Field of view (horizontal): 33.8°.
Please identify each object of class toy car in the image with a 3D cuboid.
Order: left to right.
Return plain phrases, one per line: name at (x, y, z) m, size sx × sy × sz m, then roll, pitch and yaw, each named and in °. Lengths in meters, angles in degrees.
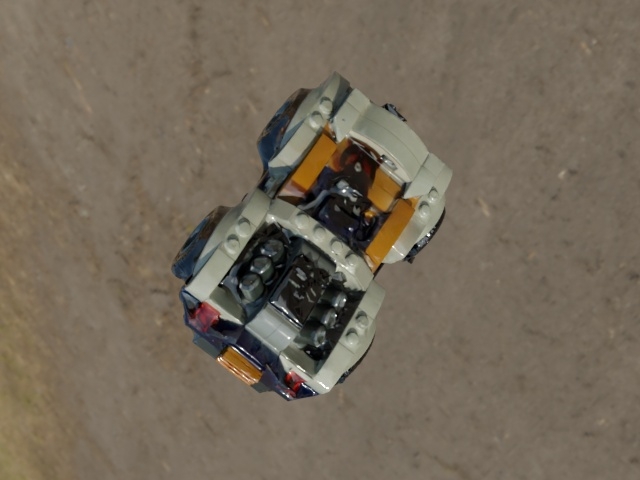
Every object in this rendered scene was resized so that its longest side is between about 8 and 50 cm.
toy car at (0.000, 0.000, 0.938) m, size 0.193 × 0.301 × 0.118 m, roll 40°, pitch 147°, yaw -12°
